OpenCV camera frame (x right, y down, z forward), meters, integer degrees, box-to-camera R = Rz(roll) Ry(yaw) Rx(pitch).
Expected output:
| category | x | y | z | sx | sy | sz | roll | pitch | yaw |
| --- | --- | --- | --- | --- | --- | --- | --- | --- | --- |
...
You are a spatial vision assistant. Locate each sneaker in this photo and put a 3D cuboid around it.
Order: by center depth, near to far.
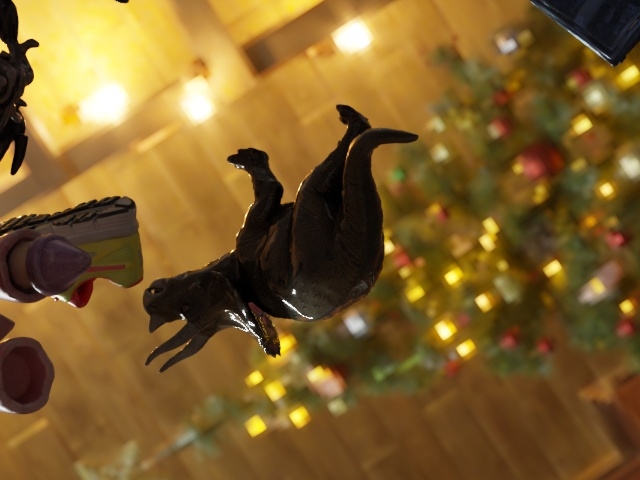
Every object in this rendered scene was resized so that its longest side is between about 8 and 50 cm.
| category | x | y | z | sx | sy | sz | roll | pitch | yaw |
| --- | --- | --- | --- | --- | --- | --- | --- | --- | --- |
| sneaker | -0.256 | 0.025 | 1.852 | 0.081 | 0.209 | 0.094 | -47 | -58 | -57 |

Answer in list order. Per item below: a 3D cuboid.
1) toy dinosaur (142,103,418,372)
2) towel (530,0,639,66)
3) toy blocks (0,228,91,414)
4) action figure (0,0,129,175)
| category | x | y | z | sx | sy | sz | roll | pitch | yaw |
| --- | --- | --- | --- | --- | --- | --- | --- | --- | --- |
| toy dinosaur | 0.000 | 0.000 | 1.442 | 0.121 | 0.313 | 0.160 | 15 | -112 | -36 |
| towel | 0.248 | -0.220 | 1.816 | 0.119 | 0.067 | 0.029 | 41 | -169 | 18 |
| toy blocks | -0.335 | 0.085 | 1.594 | 0.260 | 0.309 | 0.288 | -5 | 151 | 40 |
| action figure | -0.226 | -0.099 | 1.151 | 0.141 | 0.275 | 0.164 | 42 | -162 | 14 |
